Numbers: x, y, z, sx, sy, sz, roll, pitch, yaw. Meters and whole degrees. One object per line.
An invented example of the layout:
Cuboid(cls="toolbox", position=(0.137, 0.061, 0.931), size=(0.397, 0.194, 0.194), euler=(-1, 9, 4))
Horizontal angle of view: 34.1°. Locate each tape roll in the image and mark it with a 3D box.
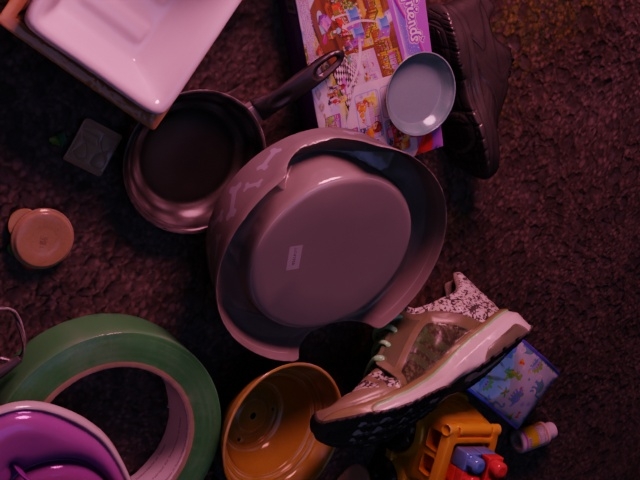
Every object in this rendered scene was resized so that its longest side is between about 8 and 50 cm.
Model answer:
Cuboid(cls="tape roll", position=(-0.295, 0.260, 1.409), size=(0.321, 0.077, 0.321), euler=(-10, 111, -28))

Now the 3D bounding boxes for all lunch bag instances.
Cuboid(cls="lunch bag", position=(0.308, 0.224, 1.752), size=(0.129, 0.096, 0.151), euler=(-54, 134, -4))

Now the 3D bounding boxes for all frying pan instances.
Cuboid(cls="frying pan", position=(-0.131, -0.158, 1.362), size=(0.197, 0.053, 0.326), euler=(29, 96, -34))

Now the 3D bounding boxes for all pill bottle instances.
Cuboid(cls="pill bottle", position=(0.384, 0.351, 1.873), size=(0.083, 0.043, 0.043), euler=(-11, 112, -28))

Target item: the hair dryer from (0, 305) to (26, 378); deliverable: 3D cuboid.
Cuboid(cls="hair dryer", position=(-0.485, 0.212, 1.253), size=(0.224, 0.080, 0.293), euler=(10, 104, -18))

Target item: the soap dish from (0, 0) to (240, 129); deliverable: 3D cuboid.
Cuboid(cls="soap dish", position=(-0.214, -0.314, 1.234), size=(0.229, 0.118, 0.291), euler=(35, 87, -35))

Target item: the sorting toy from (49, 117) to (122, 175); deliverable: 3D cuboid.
Cuboid(cls="sorting toy", position=(-0.298, -0.123, 1.313), size=(0.083, 0.012, 0.062), euler=(28, 96, -38))

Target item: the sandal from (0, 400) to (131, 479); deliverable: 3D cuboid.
Cuboid(cls="sandal", position=(-0.293, 0.364, 1.336), size=(0.169, 0.102, 0.416), euler=(-40, 122, -14))

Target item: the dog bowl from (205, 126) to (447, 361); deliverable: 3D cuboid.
Cuboid(cls="dog bowl", position=(0.000, 0.000, 1.436), size=(0.349, 0.102, 0.348), euler=(-17, 130, -21))

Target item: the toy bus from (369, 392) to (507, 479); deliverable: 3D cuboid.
Cuboid(cls="toy bus", position=(0.202, 0.367, 1.668), size=(0.149, 0.211, 0.220), euler=(6, 105, -34))

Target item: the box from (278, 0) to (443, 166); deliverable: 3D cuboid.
Cuboid(cls="box", position=(0.060, -0.242, 1.462), size=(0.201, 0.057, 0.293), euler=(-21, 116, -22))

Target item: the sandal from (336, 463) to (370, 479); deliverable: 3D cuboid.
Cuboid(cls="sandal", position=(-0.008, 0.458, 1.645), size=(0.079, 0.088, 0.240), euler=(23, 98, -41))

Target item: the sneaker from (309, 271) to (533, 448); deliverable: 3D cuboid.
Cuboid(cls="sneaker", position=(0.125, 0.173, 1.587), size=(0.410, 0.182, 0.158), euler=(-24, 156, -34))

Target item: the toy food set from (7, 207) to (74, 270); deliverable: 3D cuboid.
Cuboid(cls="toy food set", position=(-0.353, -0.002, 1.317), size=(0.083, 0.020, 0.082), euler=(-6, 110, -30))

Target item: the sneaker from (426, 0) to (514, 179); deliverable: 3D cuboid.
Cuboid(cls="sneaker", position=(0.237, -0.227, 1.552), size=(0.130, 0.109, 0.286), euler=(-29, 121, -27))

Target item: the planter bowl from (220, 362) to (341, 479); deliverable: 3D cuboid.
Cuboid(cls="planter bowl", position=(-0.077, 0.269, 1.529), size=(0.217, 0.090, 0.217), euler=(-13, 111, -37))

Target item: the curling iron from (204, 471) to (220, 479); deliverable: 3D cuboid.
Cuboid(cls="curling iron", position=(-0.218, 0.462, 1.551), size=(0.068, 0.035, 0.274), euler=(20, 95, -30))

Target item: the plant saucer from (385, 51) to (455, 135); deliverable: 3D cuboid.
Cuboid(cls="plant saucer", position=(0.137, -0.208, 1.471), size=(0.119, 0.021, 0.119), euler=(-11, 112, -29))
